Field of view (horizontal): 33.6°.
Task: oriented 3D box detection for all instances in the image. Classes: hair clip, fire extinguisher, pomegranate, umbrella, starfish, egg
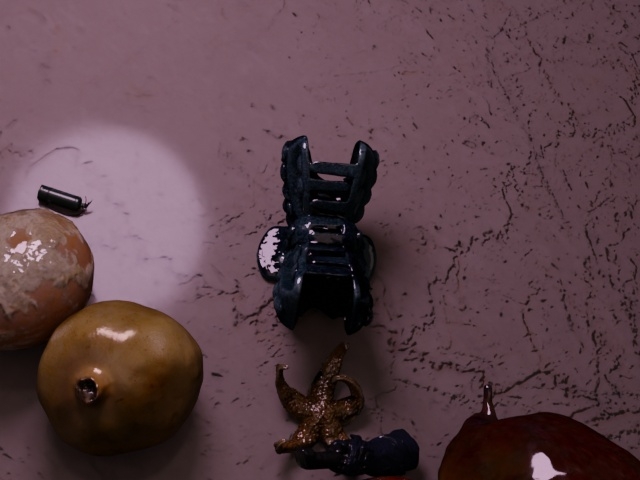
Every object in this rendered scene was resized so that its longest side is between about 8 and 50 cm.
[{"bbox_3d":[0.000,-0.001,1.630,0.195,0.206,0.310,5,70,-2],"label":"hair clip"},{"bbox_3d":[-0.405,-0.061,1.678,0.083,0.025,0.038,17,102,-3],"label":"fire extinguisher"},{"bbox_3d":[-0.282,0.194,1.489,0.233,0.233,0.233,4,66,-9],"label":"pomegranate"},{"bbox_3d":[0.048,0.309,1.518,0.248,0.071,0.071,6,60,-45],"label":"umbrella"},{"bbox_3d":[-0.005,0.239,1.590,0.146,0.074,0.189,16,65,-6],"label":"starfish"},{"bbox_3d":[-0.428,0.057,1.531,0.195,0.195,0.233,18,52,-2],"label":"egg"}]

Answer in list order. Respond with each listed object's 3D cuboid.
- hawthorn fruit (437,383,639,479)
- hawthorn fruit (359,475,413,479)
[{"bbox_3d":[0.311,0.385,1.465,0.325,0.308,0.308,34,65,5],"label":"hawthorn fruit"},{"bbox_3d":[0.104,0.404,1.508,0.172,0.148,0.148,-8,67,-32],"label":"hawthorn fruit"}]
